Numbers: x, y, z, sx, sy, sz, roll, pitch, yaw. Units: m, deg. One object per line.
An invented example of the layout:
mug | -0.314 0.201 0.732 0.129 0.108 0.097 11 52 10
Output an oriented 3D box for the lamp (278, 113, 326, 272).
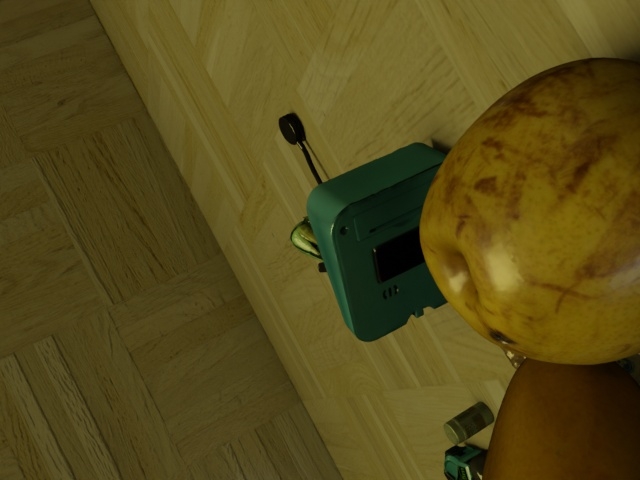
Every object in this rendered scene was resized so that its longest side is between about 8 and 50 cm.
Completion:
lamp | -0.020 -0.088 1.485 0.371 0.109 0.130 64 163 -2

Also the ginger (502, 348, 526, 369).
ginger | 0.279 0.119 1.066 0.173 0.051 0.069 63 168 -13

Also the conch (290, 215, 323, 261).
conch | 0.000 0.000 1.624 0.170 0.079 0.105 31 152 32

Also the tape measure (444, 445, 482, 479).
tape measure | 0.305 0.484 1.431 0.125 0.081 0.146 68 162 -5

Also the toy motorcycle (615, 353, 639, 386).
toy motorcycle | 0.363 0.196 0.860 0.150 0.102 0.221 53 162 -7

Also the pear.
pear | 0.235 -0.021 0.651 0.280 0.281 0.280 52 159 30

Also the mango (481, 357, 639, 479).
mango | 0.267 0.326 0.719 0.300 0.232 0.445 -23 -70 -75

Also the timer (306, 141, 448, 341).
timer | 0.114 0.006 1.061 0.091 0.232 0.249 39 148 54

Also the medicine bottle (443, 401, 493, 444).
medicine bottle | 0.274 0.338 1.311 0.047 0.083 0.047 52 158 31

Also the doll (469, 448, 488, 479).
doll | 0.328 0.433 1.054 0.382 0.252 0.379 70 162 1
